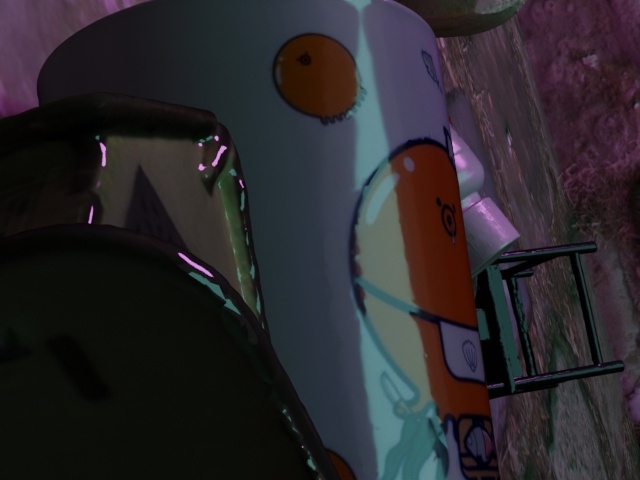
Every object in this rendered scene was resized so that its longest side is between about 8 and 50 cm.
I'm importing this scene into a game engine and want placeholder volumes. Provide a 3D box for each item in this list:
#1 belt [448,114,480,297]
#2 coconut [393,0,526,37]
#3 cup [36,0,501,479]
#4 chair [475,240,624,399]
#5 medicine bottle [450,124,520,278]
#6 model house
[{"bbox_3d":[0.057,-0.013,1.086,0.128,0.124,0.201,96,-13,-74],"label":"belt"},{"bbox_3d":[0.128,-0.333,1.383,0.230,0.227,0.227,29,49,-80],"label":"coconut"},{"bbox_3d":[-0.024,0.063,0.644,0.212,0.212,0.317,30,51,-66],"label":"cup"},{"bbox_3d":[0.153,0.092,1.290,0.260,0.141,0.154,-5,78,-27],"label":"chair"},{"bbox_3d":[0.046,-0.081,0.988,0.260,0.095,0.095,54,15,10],"label":"medicine bottle"},{"bbox_3d":[-0.091,0.025,0.479,0.278,0.218,0.205,-85,156,-55],"label":"model house"}]
